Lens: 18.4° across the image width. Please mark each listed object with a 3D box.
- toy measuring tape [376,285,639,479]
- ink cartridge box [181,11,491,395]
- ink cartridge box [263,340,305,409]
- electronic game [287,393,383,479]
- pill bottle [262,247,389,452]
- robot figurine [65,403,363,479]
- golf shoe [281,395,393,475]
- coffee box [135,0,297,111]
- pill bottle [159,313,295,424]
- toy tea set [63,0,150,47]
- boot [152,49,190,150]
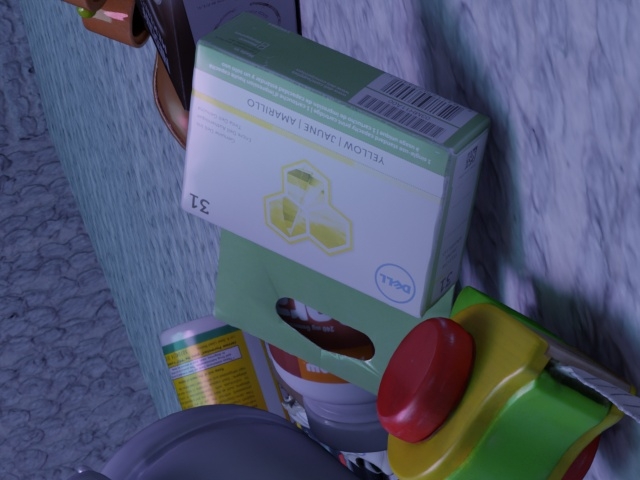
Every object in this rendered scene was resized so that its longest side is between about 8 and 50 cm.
[{"bbox_3d":[0.104,0.106,0.994,0.330,0.121,0.121,-142,36,-72],"label":"toy measuring tape"},{"bbox_3d":[0.000,0.000,1.171,0.171,0.056,0.235,25,129,21],"label":"ink cartridge box"},{"bbox_3d":[-0.005,0.009,1.484,0.193,0.088,0.234,-148,42,-75],"label":"ink cartridge box"},{"bbox_3d":[0.011,0.197,1.814,0.229,0.048,0.229,163,90,-79],"label":"electronic game"},{"bbox_3d":[0.018,0.029,1.306,0.121,0.121,0.216,-125,19,-57],"label":"pill bottle"},{"bbox_3d":[-0.037,0.234,1.308,0.300,0.199,0.353,32,-179,-37],"label":"robot figurine"},{"bbox_3d":[0.022,0.156,1.635,0.086,0.069,0.176,66,167,-8],"label":"golf shoe"},{"bbox_3d":[-0.087,-0.234,1.466,0.246,0.098,0.141,85,163,-51],"label":"coffee box"},{"bbox_3d":[-0.084,0.177,2.074,0.117,0.118,0.208,152,99,-79],"label":"pill bottle"},{"bbox_3d":[-0.180,-0.291,1.827,0.336,0.124,0.200,44,-121,-74],"label":"toy tea set"},{"bbox_3d":[-0.110,-0.162,1.783,0.152,0.073,0.197,-174,64,-74],"label":"boot"}]
